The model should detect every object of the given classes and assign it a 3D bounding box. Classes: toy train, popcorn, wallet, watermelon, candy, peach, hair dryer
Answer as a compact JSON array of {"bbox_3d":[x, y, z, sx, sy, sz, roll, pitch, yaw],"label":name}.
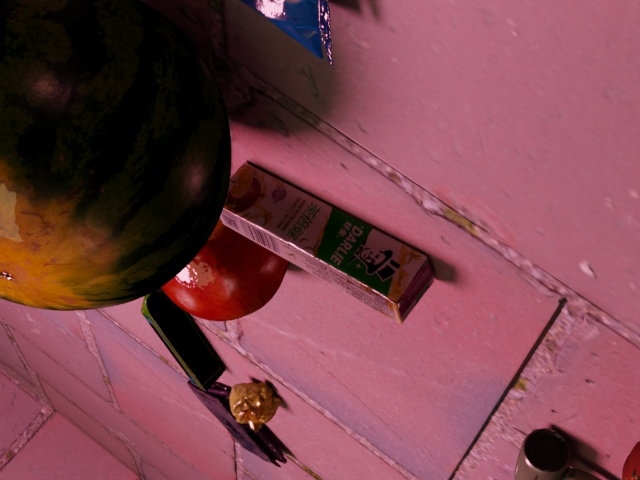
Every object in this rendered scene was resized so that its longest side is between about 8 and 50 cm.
[{"bbox_3d":[-0.192,0.122,1.582,0.042,0.044,0.209,24,154,38],"label":"toy train"},{"bbox_3d":[-0.092,0.216,1.585,0.068,0.059,0.083,37,150,9],"label":"popcorn"},{"bbox_3d":[-0.125,0.271,1.791,0.166,0.030,0.111,53,160,-26],"label":"wallet"},{"bbox_3d":[-0.195,-0.073,0.914,0.269,0.269,0.269,34,158,16],"label":"watermelon"},{"bbox_3d":[-0.039,-0.172,0.752,0.136,0.038,0.088,40,158,27],"label":"candy"},{"bbox_3d":[-0.094,0.021,1.143,0.118,0.151,0.151,-96,-18,-47],"label":"peach"},{"bbox_3d":[0.246,0.225,1.063,0.150,0.047,0.071,26,155,17],"label":"hair dryer"}]

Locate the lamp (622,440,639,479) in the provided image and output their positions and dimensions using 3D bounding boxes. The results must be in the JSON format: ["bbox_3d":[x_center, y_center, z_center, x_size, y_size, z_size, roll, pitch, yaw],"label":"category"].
[{"bbox_3d":[0.268,0.190,0.888,0.101,0.090,0.101,168,90,-70],"label":"lamp"}]

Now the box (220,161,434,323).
[{"bbox_3d":[0.000,0.000,1.011,0.207,0.050,0.041,28,159,28],"label":"box"}]
